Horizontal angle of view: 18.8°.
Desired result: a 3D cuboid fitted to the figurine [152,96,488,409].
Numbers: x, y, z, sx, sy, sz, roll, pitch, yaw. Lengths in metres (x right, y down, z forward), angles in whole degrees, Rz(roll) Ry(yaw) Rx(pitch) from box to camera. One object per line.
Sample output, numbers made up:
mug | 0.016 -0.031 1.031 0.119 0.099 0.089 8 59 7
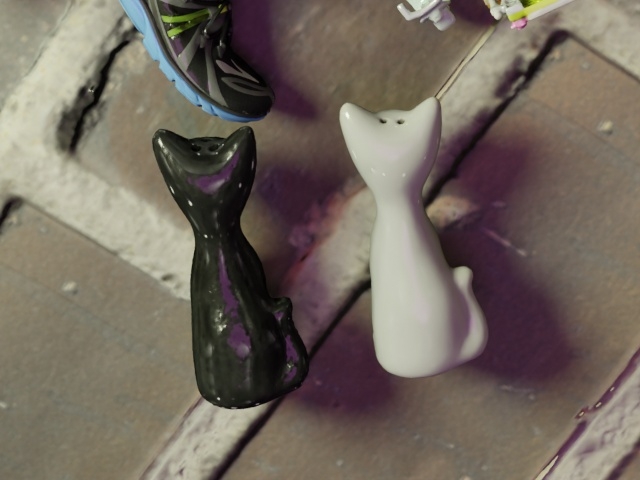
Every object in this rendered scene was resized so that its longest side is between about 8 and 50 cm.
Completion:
figurine | 0.000 0.000 1.363 0.215 0.092 0.209 -10 118 2

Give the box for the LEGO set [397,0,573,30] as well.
LEGO set | 0.168 -0.235 1.266 0.132 0.107 0.287 40 107 -16

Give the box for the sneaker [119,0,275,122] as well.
sneaker | -0.086 -0.160 1.316 0.078 0.067 0.188 -29 109 15
